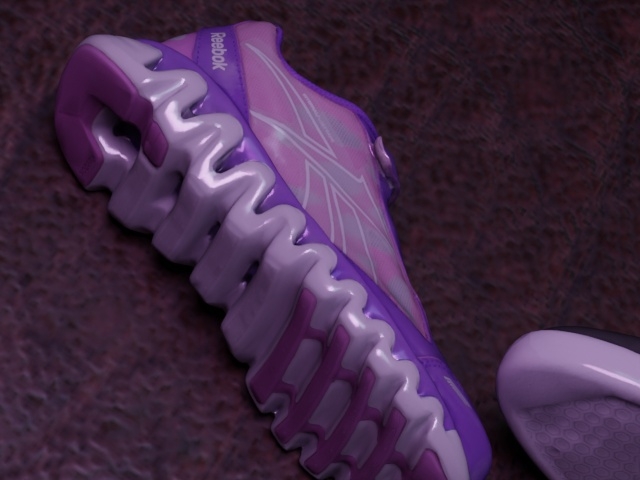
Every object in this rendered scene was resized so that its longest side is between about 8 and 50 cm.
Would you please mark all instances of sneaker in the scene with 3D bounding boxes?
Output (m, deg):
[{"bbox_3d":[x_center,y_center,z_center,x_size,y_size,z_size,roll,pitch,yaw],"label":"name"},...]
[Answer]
[{"bbox_3d":[0.209,0.064,0.753,0.295,0.104,0.147,23,58,-16],"label":"sneaker"},{"bbox_3d":[0.000,0.000,0.712,0.104,0.095,0.236,-30,77,-37],"label":"sneaker"}]
